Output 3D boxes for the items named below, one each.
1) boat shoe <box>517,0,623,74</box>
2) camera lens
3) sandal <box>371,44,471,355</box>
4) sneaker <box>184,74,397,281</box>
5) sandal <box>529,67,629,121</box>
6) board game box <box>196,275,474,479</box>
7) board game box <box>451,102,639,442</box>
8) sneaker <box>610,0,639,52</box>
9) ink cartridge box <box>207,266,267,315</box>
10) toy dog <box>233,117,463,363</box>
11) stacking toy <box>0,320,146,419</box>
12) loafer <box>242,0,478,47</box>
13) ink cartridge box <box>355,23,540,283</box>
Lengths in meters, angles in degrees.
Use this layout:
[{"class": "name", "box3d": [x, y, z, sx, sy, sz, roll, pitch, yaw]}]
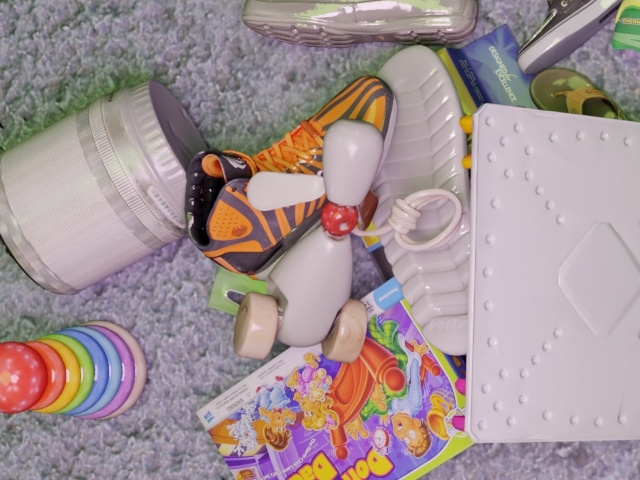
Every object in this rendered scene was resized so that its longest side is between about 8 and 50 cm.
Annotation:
[{"class": "boat shoe", "box3d": [0.339, -0.312, 1.882, 0.228, 0.080, 0.076, -40, 73, 7]}, {"class": "camera lens", "box3d": [-0.297, -0.069, 1.945, 0.274, 0.219, 0.219, -27, 81, 11]}, {"class": "sandal", "box3d": [0.147, -0.047, 1.833, 0.169, 0.102, 0.416, -24, 66, 35]}, {"class": "sneaker", "box3d": [-0.047, -0.094, 1.818, 0.321, 0.180, 0.124, -53, 44, 10]}, {"class": "sandal", "box3d": [0.355, -0.166, 1.877, 0.180, 0.049, 0.072, 42, 86, 12]}, {"class": "board game box", "box3d": [0.037, 0.232, 1.888, 0.347, 0.078, 0.233, -36, 80, 21]}, {"class": "board game box", "box3d": [0.329, 0.046, 1.751, 0.390, 0.050, 0.390, 4, 87, -31]}, {"class": "sneaker", "box3d": [0.505, -0.216, 1.836, 0.295, 0.109, 0.123, 37, 122, 9]}, {"class": "ink cartridge box", "box3d": [-0.069, 0.007, 1.967, 0.109, 0.062, 0.209, 18, 91, 14]}, {"class": "toy dog", "box3d": [0.000, 0.000, 1.771, 0.220, 0.161, 0.334, 29, 106, -26]}, {"class": "stacking toy", "box3d": [-0.346, 0.175, 1.886, 0.141, 0.330, 0.141, -1, 87, 13]}, {"class": "loafer", "box3d": [0.053, -0.324, 1.939, 0.319, 0.112, 0.111, 1, 82, 6]}, {"class": "ink cartridge box", "box3d": [0.180, -0.092, 1.912, 0.307, 0.072, 0.304, -30, 80, 12]}]
